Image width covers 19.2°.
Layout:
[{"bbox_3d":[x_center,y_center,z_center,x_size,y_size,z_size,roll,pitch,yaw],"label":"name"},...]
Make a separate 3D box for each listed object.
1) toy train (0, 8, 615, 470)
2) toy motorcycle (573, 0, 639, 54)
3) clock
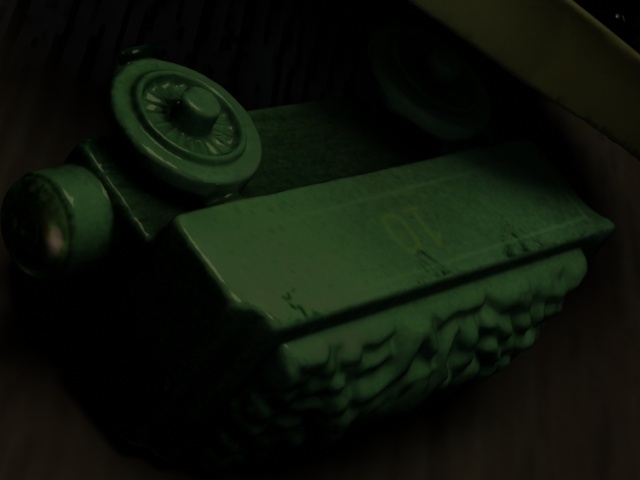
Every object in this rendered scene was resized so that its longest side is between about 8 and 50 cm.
[{"bbox_3d":[0.000,0.000,0.476,0.172,0.070,0.099,-15,61,-49],"label":"toy train"},{"bbox_3d":[0.090,-0.140,0.698,0.270,0.106,0.159,29,16,-33],"label":"toy motorcycle"},{"bbox_3d":[0.019,-0.090,0.565,0.235,0.029,0.235,36,8,-6],"label":"clock"}]
